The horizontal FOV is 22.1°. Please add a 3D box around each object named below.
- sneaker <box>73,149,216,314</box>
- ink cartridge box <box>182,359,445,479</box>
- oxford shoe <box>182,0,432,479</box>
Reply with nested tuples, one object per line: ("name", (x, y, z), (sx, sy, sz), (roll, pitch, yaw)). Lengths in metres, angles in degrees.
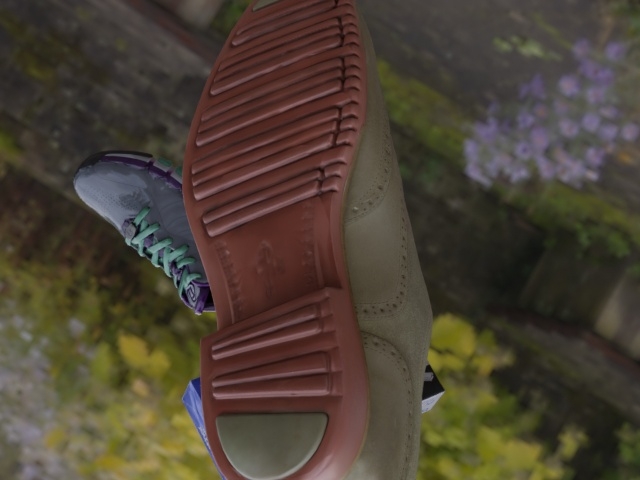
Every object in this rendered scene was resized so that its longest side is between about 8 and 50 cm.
("sneaker", (-0.115, 0.004, 1.375), (0.223, 0.098, 0.083), (25, 136, 0))
("ink cartridge box", (-0.005, 0.133, 1.411), (0.097, 0.207, 0.046), (61, 154, 19))
("oxford shoe", (0.000, 0.000, 1.116), (0.140, 0.397, 0.146), (-15, 150, 32))
